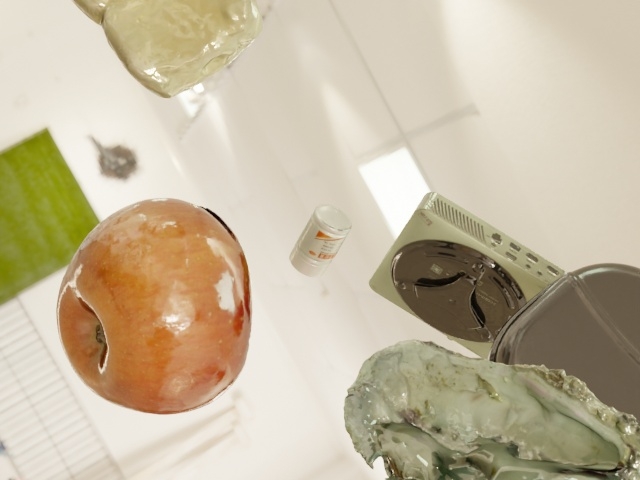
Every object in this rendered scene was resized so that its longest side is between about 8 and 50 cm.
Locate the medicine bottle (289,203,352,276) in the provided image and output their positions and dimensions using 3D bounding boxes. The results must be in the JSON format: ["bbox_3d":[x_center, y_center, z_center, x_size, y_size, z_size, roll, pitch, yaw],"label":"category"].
[{"bbox_3d":[0.000,0.000,1.363,0.057,0.057,0.089,53,-51,31],"label":"medicine bottle"}]

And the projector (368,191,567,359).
[{"bbox_3d":[0.226,0.071,1.622,0.257,0.079,0.259,31,-36,3],"label":"projector"}]

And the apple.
[{"bbox_3d":[-0.199,0.085,1.220,0.272,0.206,0.252,-42,-118,50],"label":"apple"}]

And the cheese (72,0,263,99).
[{"bbox_3d":[-0.190,-0.285,1.091,0.263,0.159,0.093,53,-3,2],"label":"cheese"}]

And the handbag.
[{"bbox_3d":[0.374,0.168,1.363,0.254,0.308,0.093,47,-16,19],"label":"handbag"}]

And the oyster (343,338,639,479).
[{"bbox_3d":[0.142,0.154,0.852,0.199,0.252,0.087,-93,167,-47],"label":"oyster"}]
